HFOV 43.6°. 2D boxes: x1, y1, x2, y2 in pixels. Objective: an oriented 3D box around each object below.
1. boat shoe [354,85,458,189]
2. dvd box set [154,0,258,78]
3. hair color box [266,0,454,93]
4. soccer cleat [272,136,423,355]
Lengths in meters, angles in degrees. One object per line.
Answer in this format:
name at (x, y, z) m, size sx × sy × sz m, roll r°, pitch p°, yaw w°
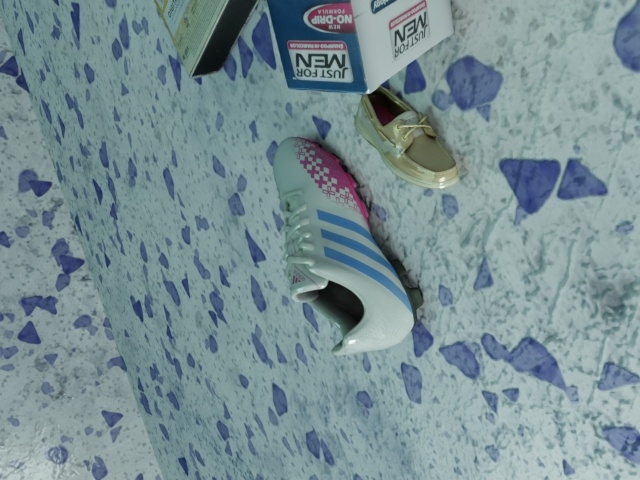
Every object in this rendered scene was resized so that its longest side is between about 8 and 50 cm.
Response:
boat shoe at (0.094, -0.121, 0.900) m, size 0.170 × 0.063 × 0.059 m, roll 46°, pitch 148°, yaw 37°
dvd box set at (-0.216, -0.500, 1.193) m, size 0.420 × 0.062 × 0.307 m, roll 64°, pitch 150°, yaw 10°
hair color box at (0.017, -0.327, 0.724) m, size 0.105 × 0.174 × 0.347 m, roll 11°, pitch 127°, yaw 37°
soccer cleat at (0.000, 0.000, 1.045) m, size 0.331 × 0.143 × 0.116 m, roll 57°, pitch 148°, yaw 22°
